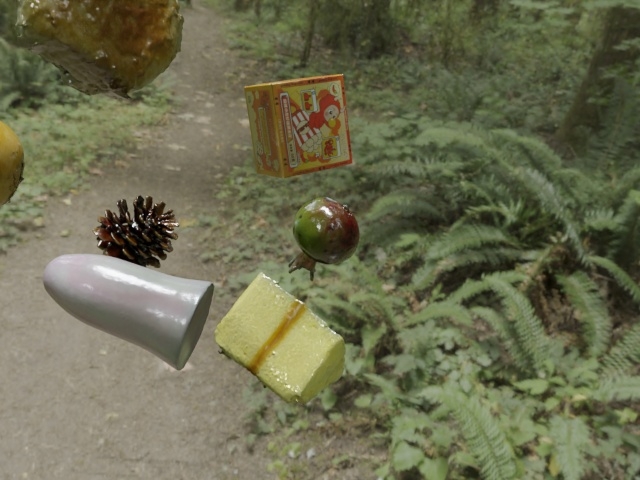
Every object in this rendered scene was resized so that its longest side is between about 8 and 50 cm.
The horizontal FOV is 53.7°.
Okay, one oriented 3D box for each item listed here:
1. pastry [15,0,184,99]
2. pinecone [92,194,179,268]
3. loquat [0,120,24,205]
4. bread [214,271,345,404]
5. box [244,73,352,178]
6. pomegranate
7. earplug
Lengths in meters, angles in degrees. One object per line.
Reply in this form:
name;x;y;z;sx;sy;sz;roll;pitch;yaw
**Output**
pastry;-0.320;-0.336;0.914;0.121;0.235;0.257;1;-19;36
pinecone;-0.577;-0.028;2.036;0.264;0.264;0.264;10;19;-3
loquat;-0.801;-0.176;1.446;0.235;0.235;0.235;10;19;-3
bread;-0.085;0.249;1.435;0.263;0.198;0.236;38;-14;18
box;-0.064;-0.359;1.973;0.259;0.283;0.214;-16;16;-29
pomegranate;0.004;0.002;1.148;0.129;0.159;0.129;14;5;-1
earplug;-0.369;0.109;1.175;0.301;0.172;0.172;20;19;2
